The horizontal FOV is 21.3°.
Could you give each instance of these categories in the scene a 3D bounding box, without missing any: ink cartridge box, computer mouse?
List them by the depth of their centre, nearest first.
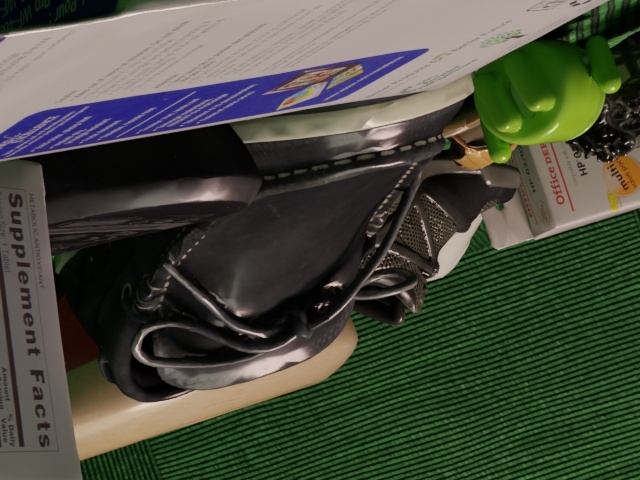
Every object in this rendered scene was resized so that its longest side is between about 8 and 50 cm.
[{"bbox_3d":[-0.026,-0.088,0.612,0.333,0.065,0.165,-15,174,-43],"label":"ink cartridge box"},{"bbox_3d":[-0.147,-0.031,0.805,0.272,0.072,0.188,-12,174,39],"label":"computer mouse"},{"bbox_3d":[0.222,-0.067,1.451,0.181,0.104,0.061,-17,175,-14],"label":"ink cartridge box"}]

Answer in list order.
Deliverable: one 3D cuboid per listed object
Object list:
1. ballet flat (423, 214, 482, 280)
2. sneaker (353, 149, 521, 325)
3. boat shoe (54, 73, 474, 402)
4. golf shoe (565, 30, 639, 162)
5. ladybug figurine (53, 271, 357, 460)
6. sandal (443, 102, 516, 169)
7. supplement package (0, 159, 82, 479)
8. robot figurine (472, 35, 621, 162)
[{"bbox_3d":[0.000,0.000,1.421,0.400,0.139,0.139,-19,177,-45],"label":"ballet flat"},{"bbox_3d":[0.074,-0.009,1.348,0.087,0.130,0.227,14,-164,37],"label":"sneaker"},{"bbox_3d":[-0.039,0.000,1.000,0.187,0.156,0.500,-14,172,-24],"label":"boat shoe"},{"bbox_3d":[0.219,-0.107,1.170,0.094,0.077,0.198,-48,-154,-16],"label":"golf shoe"},{"bbox_3d":[-0.160,0.096,1.537,0.305,0.161,0.449,-22,174,39],"label":"ladybug figurine"},{"bbox_3d":[0.122,-0.079,1.296,0.072,0.049,0.180,-20,175,17],"label":"sandal"},{"bbox_3d":[-0.228,0.043,0.614,0.244,0.139,0.134,6,159,-45],"label":"supplement package"},{"bbox_3d":[0.140,-0.095,1.084,0.101,0.067,0.115,-36,168,26],"label":"robot figurine"}]
